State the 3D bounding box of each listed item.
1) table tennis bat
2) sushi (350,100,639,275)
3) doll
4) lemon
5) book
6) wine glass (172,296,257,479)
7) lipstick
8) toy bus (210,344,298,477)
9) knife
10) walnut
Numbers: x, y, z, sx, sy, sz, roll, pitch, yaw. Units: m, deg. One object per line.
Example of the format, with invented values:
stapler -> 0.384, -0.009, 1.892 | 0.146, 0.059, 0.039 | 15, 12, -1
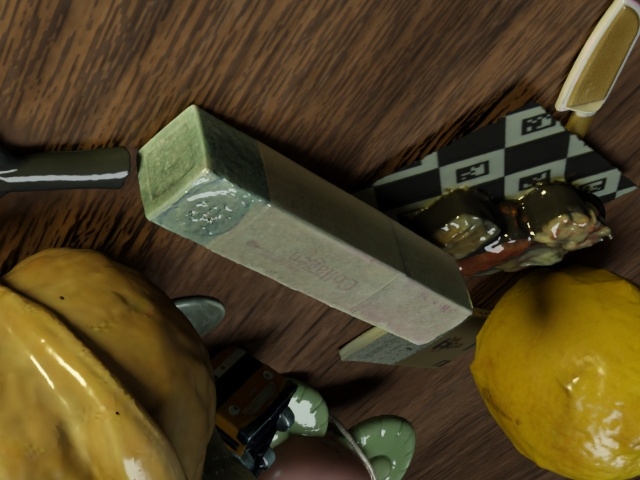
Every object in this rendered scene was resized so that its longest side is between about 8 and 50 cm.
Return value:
table tennis bat -> -0.244, -0.042, 0.716 | 0.236, 0.027, 0.150 | -5, 151, -24
sushi -> 0.132, 0.000, 1.002 | 0.294, 0.059, 0.292 | -27, 154, 28
doll -> -0.037, 0.291, 1.382 | 0.284, 0.216, 0.268 | 26, 110, -32
lemon -> 0.293, 0.146, 1.196 | 0.233, 0.288, 0.234 | -6, 108, -18
book -> 0.132, 0.116, 1.302 | 0.138, 0.016, 0.198 | -35, 151, 31
wine glass -> -0.145, 0.252, 1.042 | 0.096, 0.310, 0.264 | 5, 146, -41
lipstick -> 0.000, 0.000, 0.845 | 0.066, 0.068, 0.317 | -37, 138, 25
toy bus -> -0.105, 0.209, 1.182 | 0.098, 0.114, 0.201 | -43, 164, -40
knife -> 0.218, -0.116, 0.892 | 0.046, 0.022, 0.256 | -10, 153, -9
walnut -> -0.213, 0.148, 0.828 | 0.296, 0.285, 0.285 | -33, 166, -35
